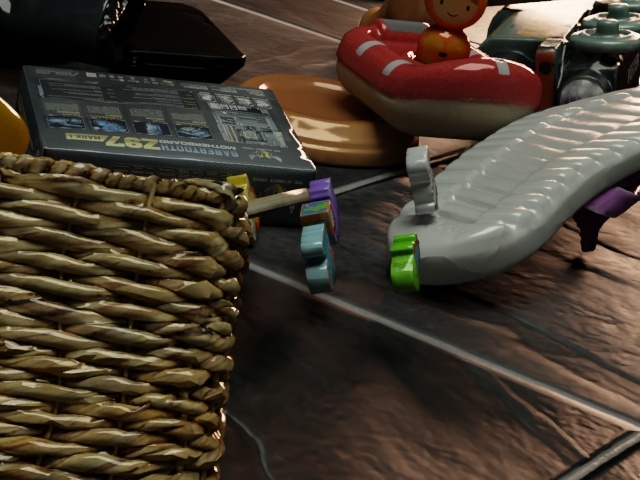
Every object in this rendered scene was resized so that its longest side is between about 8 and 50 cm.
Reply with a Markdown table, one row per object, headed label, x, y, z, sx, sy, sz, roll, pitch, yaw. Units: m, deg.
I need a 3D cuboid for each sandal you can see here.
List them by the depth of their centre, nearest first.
| label | x | y | z | sx | sy | sz | roll | pitch | yaw |
| --- | --- | --- | --- | --- | --- | --- | --- | --- | --- |
| sandal | 0.199 | -0.036 | 1.649 | 0.169 | 0.102 | 0.416 | 8 | 26 | 42 |

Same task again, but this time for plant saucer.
| label | x | y | z | sx | sy | sz | roll | pitch | yaw |
| --- | --- | --- | --- | --- | --- | --- | --- | --- | --- |
| plant saucer | 0.000 | -0.120 | 1.858 | 0.200 | 0.037 | 0.200 | 8 | 20 | -3 |

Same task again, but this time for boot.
| label | x | y | z | sx | sy | sz | roll | pitch | yaw |
| --- | --- | --- | --- | --- | --- | --- | --- | --- | --- |
| boot | -0.296 | -0.211 | 1.827 | 0.207 | 0.094 | 0.246 | 14 | 33 | 15 |
| boot | 0.100 | -0.277 | 2.163 | 0.073 | 0.152 | 0.197 | 3 | 21 | -19 |

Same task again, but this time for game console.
| label | x | y | z | sx | sy | sz | roll | pitch | yaw |
| --- | --- | --- | --- | --- | --- | --- | --- | --- | --- |
| game console | -0.270 | -0.211 | 1.969 | 0.361 | 0.044 | 0.213 | 1 | 21 | -21 |

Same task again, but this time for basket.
| label | x | y | z | sx | sy | sz | roll | pitch | yaw |
| --- | --- | --- | --- | --- | --- | --- | --- | --- | --- |
| basket | -0.203 | 0.074 | 1.145 | 0.299 | 0.223 | 0.213 | 8 | -13 | -6 |

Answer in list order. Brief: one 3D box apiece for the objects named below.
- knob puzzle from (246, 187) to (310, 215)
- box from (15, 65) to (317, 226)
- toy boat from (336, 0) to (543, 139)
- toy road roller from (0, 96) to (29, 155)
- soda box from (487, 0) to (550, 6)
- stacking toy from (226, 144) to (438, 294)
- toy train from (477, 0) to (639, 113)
| label | x | y | z | sx | sy | sz | roll | pitch | yaw |
| --- | --- | --- | --- | --- | --- | --- | --- | --- | --- |
| knob puzzle | -0.096 | 0.001 | 1.345 | 0.213 | 0.030 | 0.213 | -15 | 0 | 0 |
| box | -0.136 | -0.081 | 1.637 | 0.232 | 0.059 | 0.183 | 3 | 25 | -17 |
| toy boat | 0.119 | -0.183 | 1.810 | 0.151 | 0.151 | 0.231 | 2 | 21 | -26 |
| toy road roller | -0.334 | -0.096 | 1.291 | 0.240 | 0.202 | 0.329 | 29 | -11 | 5 |
| soda box | 0.237 | -0.289 | 2.070 | 0.169 | 0.060 | 0.053 | 0 | 21 | 36 |
| stacking toy | 0.000 | 0.000 | 1.458 | 0.167 | 0.052 | 0.221 | -9 | 24 | 10 |
| toy train | 0.257 | -0.184 | 2.033 | 0.190 | 0.142 | 0.334 | 2 | 19 | 16 |
